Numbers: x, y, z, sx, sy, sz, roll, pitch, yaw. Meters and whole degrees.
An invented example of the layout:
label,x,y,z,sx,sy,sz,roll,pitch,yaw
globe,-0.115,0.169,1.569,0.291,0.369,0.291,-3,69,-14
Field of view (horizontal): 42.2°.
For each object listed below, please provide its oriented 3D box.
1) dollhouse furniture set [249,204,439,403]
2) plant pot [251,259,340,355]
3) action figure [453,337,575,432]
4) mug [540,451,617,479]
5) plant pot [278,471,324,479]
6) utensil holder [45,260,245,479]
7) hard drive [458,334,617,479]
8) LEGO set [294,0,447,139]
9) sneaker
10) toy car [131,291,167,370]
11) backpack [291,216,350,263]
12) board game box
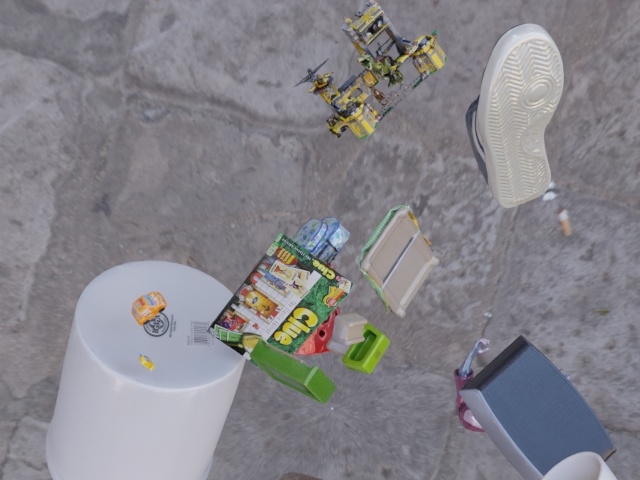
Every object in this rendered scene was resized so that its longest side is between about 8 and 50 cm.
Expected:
label,x,y,z,sx,sy,sz,roll,pitch,yaw
dollhouse furniture set,0.020,0.044,0.615,0.058,0.076,0.152,20,68,41
plant pot,-0.050,0.125,1.647,0.191,0.191,0.174,4,97,2
action figure,0.403,0.383,1.861,0.248,0.370,0.276,35,62,0
mug,0.175,0.188,0.542,0.078,0.062,0.064,-45,96,-4
plant pot,-0.038,0.573,1.572,0.263,0.263,0.229,18,85,4
utensil holder,-0.322,0.274,1.529,0.327,0.385,0.327,13,39,-11
hard drive,0.375,0.305,1.408,0.172,0.054,0.255,-39,88,-13
LEGO set,0.102,-0.411,1.906,0.331,0.255,0.192,-40,120,6
sneaker,0.279,-0.206,1.274,0.131,0.350,0.148,-18,52,-5
toy car,-0.266,0.136,1.301,0.060,0.040,0.122,-23,63,6
backpack,0.000,0.000,1.767,0.114,0.105,0.084,-48,114,-13
board game box,-0.069,0.107,1.291,0.136,0.260,0.030,33,42,-6
